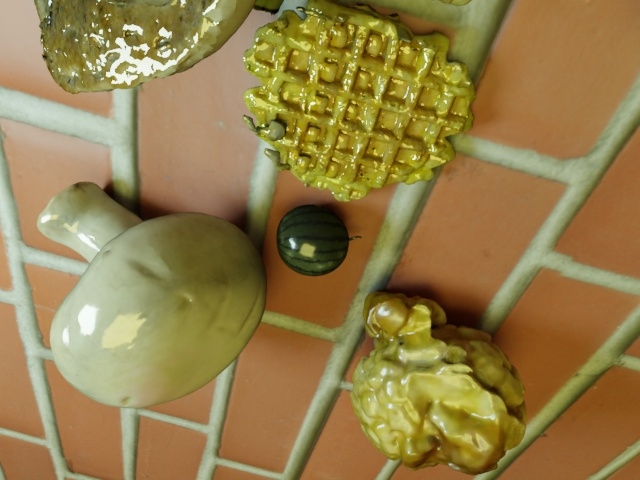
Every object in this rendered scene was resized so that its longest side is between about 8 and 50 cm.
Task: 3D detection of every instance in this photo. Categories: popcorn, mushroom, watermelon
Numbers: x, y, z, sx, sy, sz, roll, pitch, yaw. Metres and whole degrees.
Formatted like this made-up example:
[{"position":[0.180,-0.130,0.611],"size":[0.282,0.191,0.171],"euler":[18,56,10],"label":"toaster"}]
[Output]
[{"position":[0.170,0.229,0.781],"size":[0.264,0.225,0.332],"euler":[-38,91,18],"label":"popcorn"},{"position":[-0.239,0.080,0.683],"size":[0.315,0.315,0.356],"euler":[-24,122,25],"label":"mushroom"},{"position":[0.000,0.000,0.704],"size":[0.132,0.105,0.105],"euler":[1,130,-19],"label":"watermelon"}]

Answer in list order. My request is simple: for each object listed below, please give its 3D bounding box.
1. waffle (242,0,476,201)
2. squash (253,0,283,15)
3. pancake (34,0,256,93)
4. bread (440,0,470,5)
[{"position":[0.048,-0.166,0.585],"size":[0.262,0.060,0.281],"euler":[-24,127,16],"label":"waffle"},{"position":[-0.037,-0.350,0.430],"size":[0.132,0.133,0.247],"euler":[31,123,-13],"label":"squash"},{"position":[-0.151,-0.307,0.392],"size":[0.386,0.082,0.388],"euler":[1,91,39],"label":"pancake"},{"position":[0.103,-0.395,0.402],"size":[0.077,0.084,0.368],"euler":[25,143,44],"label":"bread"}]
